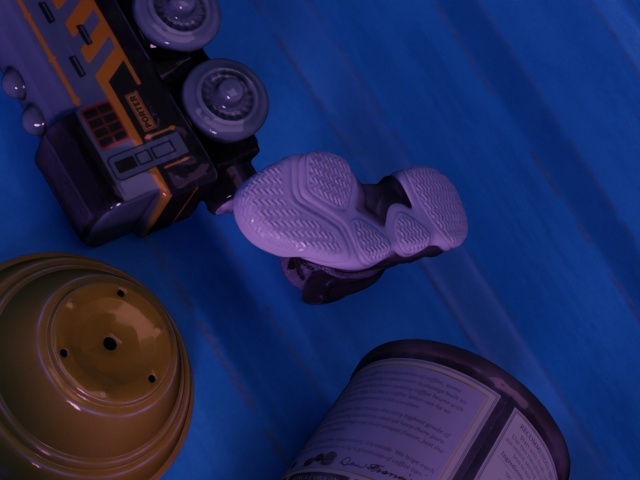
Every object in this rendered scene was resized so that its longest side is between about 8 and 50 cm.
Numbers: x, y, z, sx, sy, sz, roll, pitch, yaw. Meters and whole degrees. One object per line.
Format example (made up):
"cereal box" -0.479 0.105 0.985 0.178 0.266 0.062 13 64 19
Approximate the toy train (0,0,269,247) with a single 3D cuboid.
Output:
"toy train" -0.182 -0.155 1.061 0.190 0.142 0.334 -26 82 -30

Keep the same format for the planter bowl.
"planter bowl" -0.178 0.092 0.959 0.217 0.090 0.217 15 59 -27

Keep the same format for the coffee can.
"coffee can" 0.049 0.240 0.962 0.201 0.201 0.275 45 50 -6

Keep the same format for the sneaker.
"sneaker" 0.000 0.000 1.080 0.268 0.153 0.101 -1 67 -47
